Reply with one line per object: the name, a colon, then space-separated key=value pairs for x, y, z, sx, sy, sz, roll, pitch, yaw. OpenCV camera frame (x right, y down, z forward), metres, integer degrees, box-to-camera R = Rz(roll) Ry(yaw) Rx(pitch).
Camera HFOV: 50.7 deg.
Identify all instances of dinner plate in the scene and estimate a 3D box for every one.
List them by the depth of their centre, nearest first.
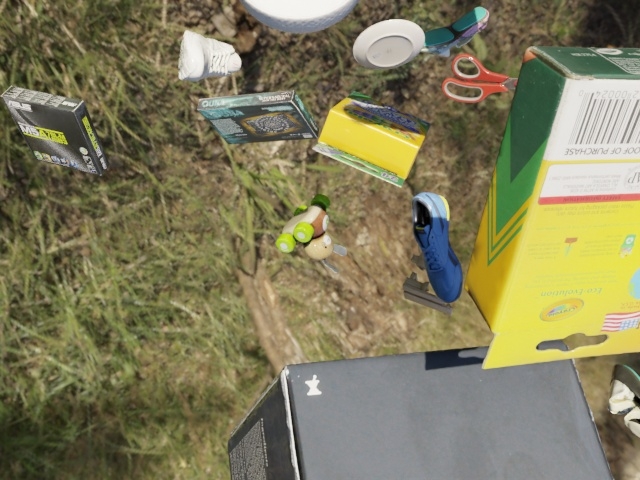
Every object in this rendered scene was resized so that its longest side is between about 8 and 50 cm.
dinner plate: x=0.134 y=-0.374 z=1.313 sx=0.141 sy=0.017 sz=0.141 roll=-5 pitch=155 yaw=-2

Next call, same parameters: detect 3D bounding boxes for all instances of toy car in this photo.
toy car: x=0.000 y=0.000 z=1.848 sx=0.149 sy=0.188 sz=0.155 roll=-30 pitch=-158 yaw=42

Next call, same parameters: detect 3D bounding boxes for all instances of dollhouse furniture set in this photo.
dollhouse furniture set: x=0.284 y=0.075 z=1.625 sx=0.151 sy=0.123 sz=0.144 roll=-65 pitch=163 yaw=-14

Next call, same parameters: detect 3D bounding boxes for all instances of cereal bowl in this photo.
cereal bowl: x=-0.049 y=-0.646 z=1.647 sx=0.339 sy=0.339 sz=0.141 roll=-33 pitch=166 yaw=-8

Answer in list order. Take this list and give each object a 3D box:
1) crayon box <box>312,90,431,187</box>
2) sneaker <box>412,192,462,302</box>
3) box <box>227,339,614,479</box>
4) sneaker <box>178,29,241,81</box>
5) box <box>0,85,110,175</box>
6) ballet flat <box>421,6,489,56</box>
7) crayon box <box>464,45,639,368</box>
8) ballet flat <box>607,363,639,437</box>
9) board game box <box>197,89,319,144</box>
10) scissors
crayon box: x=0.123 y=-0.233 z=1.488 sx=0.323 sy=0.203 sz=0.083 roll=-57 pitch=170 yaw=-65
sneaker: x=0.205 y=0.015 z=1.243 sx=0.069 sy=0.209 sz=0.082 roll=-13 pitch=175 yaw=40
box: x=0.128 y=0.387 z=1.133 sx=0.480 sy=0.297 sz=0.471 roll=-2 pitch=152 yaw=-19
sneaker: x=-0.212 y=-0.358 z=1.319 sx=0.115 sy=0.232 sz=0.090 roll=10 pitch=113 yaw=-8
box: x=-0.571 y=-0.237 z=1.468 sx=0.184 sy=0.191 sz=0.045 roll=83 pitch=27 yaw=-52
ballet flat: x=0.348 y=-0.535 z=1.784 sx=0.222 sy=0.076 sz=0.079 roll=-29 pitch=143 yaw=-4
crayon box: x=0.264 y=-0.021 z=0.654 sx=0.202 sy=0.081 sz=0.318 roll=-2 pitch=125 yaw=-14
ballet flat: x=0.721 y=0.377 z=1.539 sx=0.096 sy=0.280 sz=0.095 roll=-14 pitch=114 yaw=-6
board game box: x=-0.111 y=-0.220 z=1.219 sx=0.186 sy=0.026 sz=0.126 roll=0 pitch=157 yaw=21
scissors: x=0.425 y=-0.344 z=1.518 sx=0.021 sy=0.297 sz=0.108 roll=-54 pitch=156 yaw=-60
